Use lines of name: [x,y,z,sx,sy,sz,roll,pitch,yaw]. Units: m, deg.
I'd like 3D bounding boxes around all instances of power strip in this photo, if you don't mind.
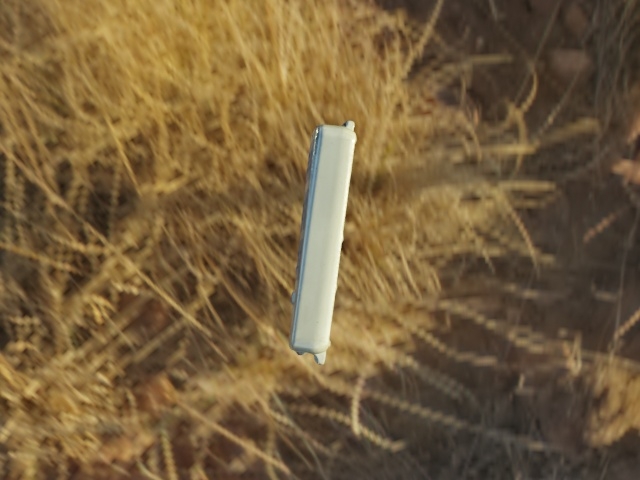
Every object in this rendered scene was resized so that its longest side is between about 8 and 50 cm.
power strip: [0.000,0.000,1.529,0.035,0.081,0.192,7,88,-4]
